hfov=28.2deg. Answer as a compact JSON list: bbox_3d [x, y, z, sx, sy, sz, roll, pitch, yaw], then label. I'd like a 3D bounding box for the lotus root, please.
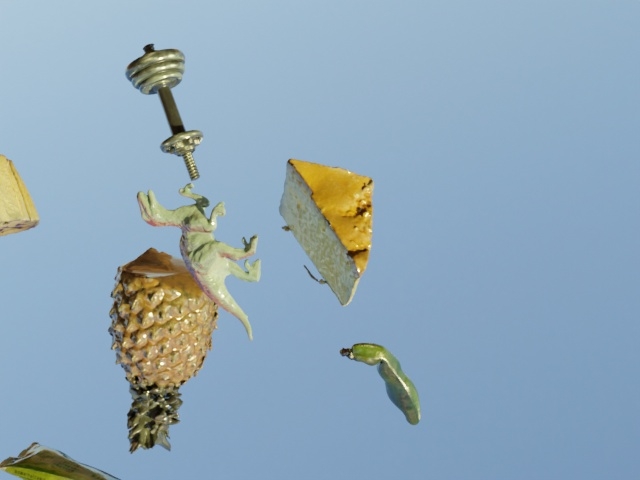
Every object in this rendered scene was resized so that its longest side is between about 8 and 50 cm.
[{"bbox_3d":[-0.487,-0.058,1.855,0.095,0.159,0.135,-21,-109,19],"label":"lotus root"}]

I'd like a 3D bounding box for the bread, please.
[{"bbox_3d":[0.000,0.000,1.112,0.080,0.084,0.109,9,-128,-6],"label":"bread"}]

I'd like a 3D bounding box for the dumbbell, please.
[{"bbox_3d":[-0.260,-0.223,2.219,0.110,0.255,0.110,-19,172,-3],"label":"dumbbell"}]

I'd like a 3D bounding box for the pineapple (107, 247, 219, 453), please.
[{"bbox_3d":[-0.301,0.211,2.315,0.201,0.362,0.202,12,-167,-3],"label":"pineapple"}]

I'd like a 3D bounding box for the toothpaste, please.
[{"bbox_3d":[-0.247,0.283,1.449,0.247,0.047,0.078,17,-158,19],"label":"toothpaste"}]

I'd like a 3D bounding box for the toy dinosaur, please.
[{"bbox_3d":[-0.162,0.034,1.839,0.167,0.242,0.053,-7,-162,10],"label":"toy dinosaur"}]

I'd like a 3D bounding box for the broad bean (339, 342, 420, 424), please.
[{"bbox_3d":[0.112,0.220,2.041,0.061,0.195,0.046,-34,-152,21],"label":"broad bean"}]
